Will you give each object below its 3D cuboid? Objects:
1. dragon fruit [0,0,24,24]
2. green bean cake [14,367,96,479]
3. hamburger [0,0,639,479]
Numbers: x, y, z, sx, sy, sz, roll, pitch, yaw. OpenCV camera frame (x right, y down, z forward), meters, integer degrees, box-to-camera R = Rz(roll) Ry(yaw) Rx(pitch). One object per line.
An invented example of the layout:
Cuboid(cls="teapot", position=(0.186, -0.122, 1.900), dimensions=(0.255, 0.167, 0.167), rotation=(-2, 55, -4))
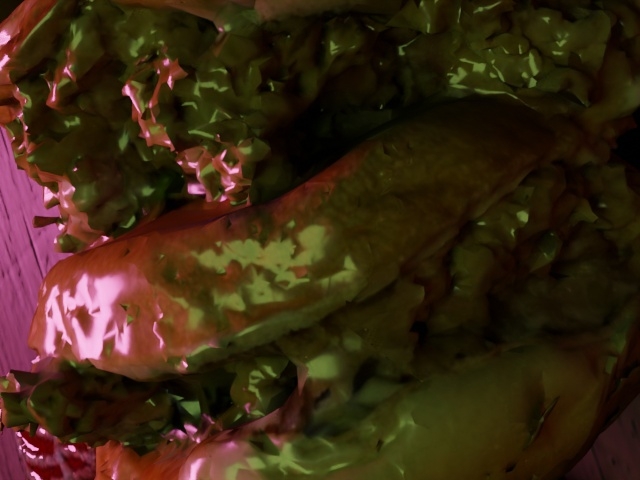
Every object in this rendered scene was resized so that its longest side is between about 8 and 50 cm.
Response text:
Cuboid(cls="dragon fruit", position=(-0.113, -0.221, 0.531), dimensions=(0.305, 0.225, 0.305), rotation=(56, 161, 31))
Cuboid(cls="green bean cake", position=(-0.065, 0.146, 0.649), dimensions=(0.198, 0.097, 0.233), rotation=(-22, 85, 42))
Cuboid(cls="hamburger", position=(-0.006, -0.007, 0.460), dimensions=(0.245, 0.260, 0.211), rotation=(-16, 94, 60))
